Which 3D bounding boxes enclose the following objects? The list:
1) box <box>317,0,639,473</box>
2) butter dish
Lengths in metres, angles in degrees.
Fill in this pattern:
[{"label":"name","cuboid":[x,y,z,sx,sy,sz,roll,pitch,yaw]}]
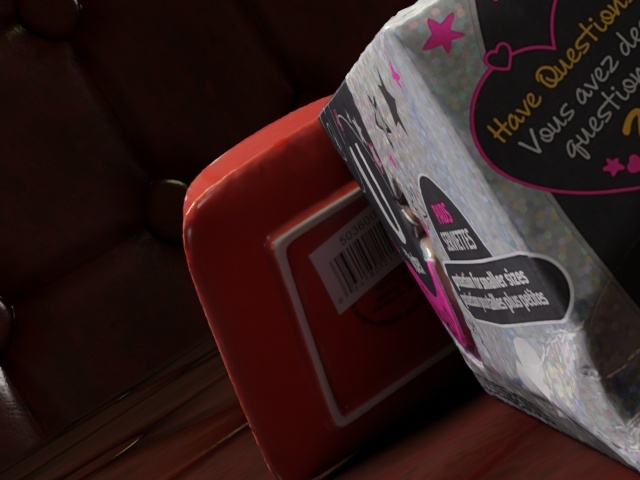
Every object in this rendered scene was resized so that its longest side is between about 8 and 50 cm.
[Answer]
[{"label":"box","cuboid":[0.103,-0.035,0.478,0.163,0.142,0.247,-31,1,-3]},{"label":"butter dish","cuboid":[0.000,0.000,0.670,0.160,0.159,0.118,-32,35,-22]}]
